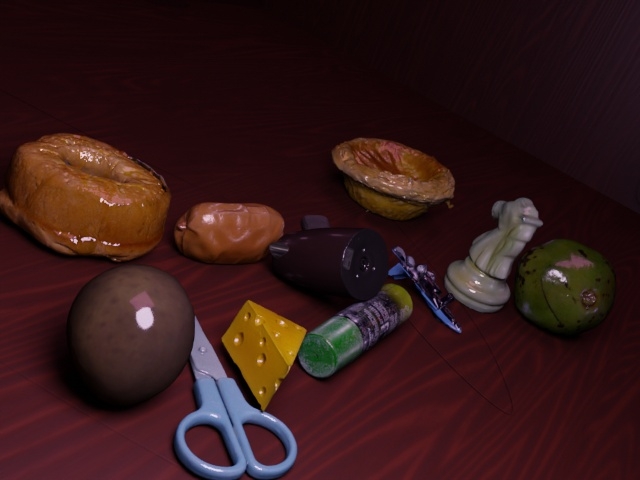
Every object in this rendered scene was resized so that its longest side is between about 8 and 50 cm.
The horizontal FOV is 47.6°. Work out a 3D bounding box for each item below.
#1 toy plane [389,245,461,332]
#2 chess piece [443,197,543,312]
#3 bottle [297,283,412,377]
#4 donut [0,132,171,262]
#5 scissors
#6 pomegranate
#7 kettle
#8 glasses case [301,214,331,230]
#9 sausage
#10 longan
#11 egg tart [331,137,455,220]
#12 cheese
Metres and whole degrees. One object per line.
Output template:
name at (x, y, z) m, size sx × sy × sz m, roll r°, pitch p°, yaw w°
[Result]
toy plane at (0.255, 0.116, 1.695) m, size 0.246 × 0.078 × 0.169 m, roll 44°, pitch 5°, yaw 32°
chess piece at (0.436, 0.018, 1.785) m, size 0.176 × 0.298 × 0.175 m, roll 18°, pitch 29°, yaw -10°
bottle at (0.075, 0.171, 1.424) m, size 0.093 × 0.093 × 0.330 m, roll 33°, pitch 27°, yaw 20°
donut at (-0.455, -0.088, 1.419) m, size 0.318 × 0.150 × 0.299 m, roll 12°, pitch 25°, yaw -23°
scissors at (-0.186, 0.213, 1.197) m, size 0.193 × 0.029 × 0.447 m, roll 7°, pitch 30°, yaw -32°
pomegranate at (0.603, 0.111, 1.829) m, size 0.255 × 0.254 × 0.270 m, roll 13°, pitch 15°, yaw -20°
kettle at (0.022, 0.043, 1.518) m, size 0.232 × 0.143 × 0.202 m, roll 6°, pitch -8°, yaw 43°
glasses case at (-0.001, -0.001, 1.756) m, size 0.072 × 0.042 × 0.190 m, roll 8°, pitch 29°, yaw -14°
sausage at (-0.192, -0.018, 1.526) m, size 0.241 × 0.136 × 0.120 m, roll -3°, pitch 37°, yaw -36°
longan at (-0.282, 0.135, 1.087) m, size 0.197 × 0.196 × 0.220 m, roll 14°, pitch 30°, yaw -20°
egg tart at (0.206, -0.175, 2.118) m, size 0.388 × 0.168 × 0.387 m, roll 16°, pitch 25°, yaw -8°
cheese at (-0.084, 0.196, 1.195) m, size 0.126 × 0.093 × 0.171 m, roll 29°, pitch 15°, yaw -19°
